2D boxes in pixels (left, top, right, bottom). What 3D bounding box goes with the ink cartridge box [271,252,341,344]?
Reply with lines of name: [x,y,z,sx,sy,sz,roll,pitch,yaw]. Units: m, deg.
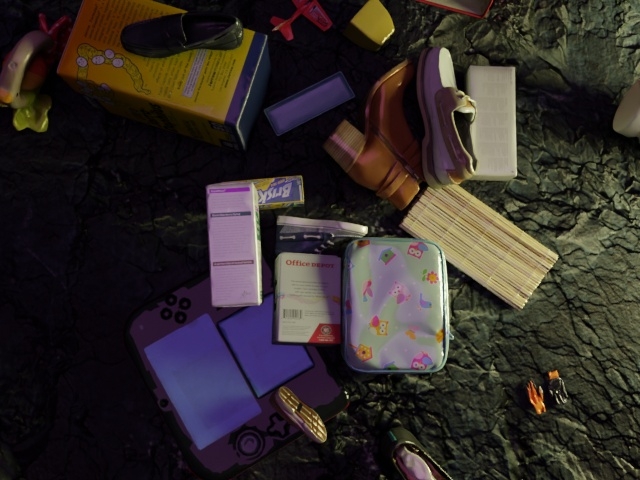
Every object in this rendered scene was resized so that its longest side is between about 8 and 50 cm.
ink cartridge box: [-0.028,0.119,1.200,0.128,0.072,0.174,5,75,-12]

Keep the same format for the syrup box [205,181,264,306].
syrup box: [-0.166,0.010,1.177,0.097,0.093,0.236,-3,85,-2]

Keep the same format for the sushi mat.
sushi mat: [0.335,-0.001,1.280,0.317,0.019,0.151,36,84,3]

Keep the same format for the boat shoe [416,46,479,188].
boat shoe: [0.271,-0.262,1.246,0.103,0.113,0.302,-9,82,41]

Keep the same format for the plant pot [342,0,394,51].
plant pot: [0.111,-0.460,1.305,0.083,0.081,0.081,42,83,-6]

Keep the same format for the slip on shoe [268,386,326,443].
slip on shoe: [-0.045,0.344,1.172,0.135,0.051,0.041,44,117,-6]

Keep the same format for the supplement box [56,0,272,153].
supplement box: [-0.298,-0.337,1.219,0.357,0.194,0.195,17,82,1]

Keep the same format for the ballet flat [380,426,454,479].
ballet flat: [0.220,0.490,1.176,0.095,0.096,0.280,-44,86,-6]

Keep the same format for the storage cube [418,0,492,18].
storage cube: [0.302,-0.624,1.276,0.215,0.183,0.193,17,82,1]

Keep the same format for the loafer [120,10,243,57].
loafer: [-0.251,-0.379,1.086,0.224,0.078,0.076,-5,82,-3]

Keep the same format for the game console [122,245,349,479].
game console: [-0.174,0.247,1.216,0.342,0.060,0.386,-29,85,-5]

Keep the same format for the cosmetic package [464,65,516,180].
cosmetic package: [0.362,-0.249,1.291,0.099,0.060,0.238,2,83,1]

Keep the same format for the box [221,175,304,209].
box: [-0.120,-0.097,1.263,0.169,0.054,0.059,-5,83,-3]

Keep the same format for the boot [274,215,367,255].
boot: [0.000,0.000,1.254,0.190,0.069,0.085,6,90,7]

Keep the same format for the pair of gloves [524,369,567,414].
pair of gloves: [0.467,0.313,1.248,0.083,0.010,0.074,-19,82,-6]

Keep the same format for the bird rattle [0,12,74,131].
bird rattle: [-0.575,-0.345,1.219,0.143,0.207,0.253,36,92,-15]

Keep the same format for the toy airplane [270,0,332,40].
toy airplane: [-0.046,-0.501,1.329,0.151,0.028,0.151,0,82,0]

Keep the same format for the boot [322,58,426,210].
boot: [0.167,-0.223,1.265,0.220,0.109,0.283,39,72,-4]

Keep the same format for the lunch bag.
lunch bag: [0.151,0.135,1.214,0.224,0.108,0.278,1,83,-3]

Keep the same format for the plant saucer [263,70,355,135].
plant saucer: [-0.024,-0.296,1.309,0.192,0.018,0.067,-28,84,-6]

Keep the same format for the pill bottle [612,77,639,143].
pill bottle: [0.773,-0.232,1.249,0.279,0.162,0.162,24,83,1]
